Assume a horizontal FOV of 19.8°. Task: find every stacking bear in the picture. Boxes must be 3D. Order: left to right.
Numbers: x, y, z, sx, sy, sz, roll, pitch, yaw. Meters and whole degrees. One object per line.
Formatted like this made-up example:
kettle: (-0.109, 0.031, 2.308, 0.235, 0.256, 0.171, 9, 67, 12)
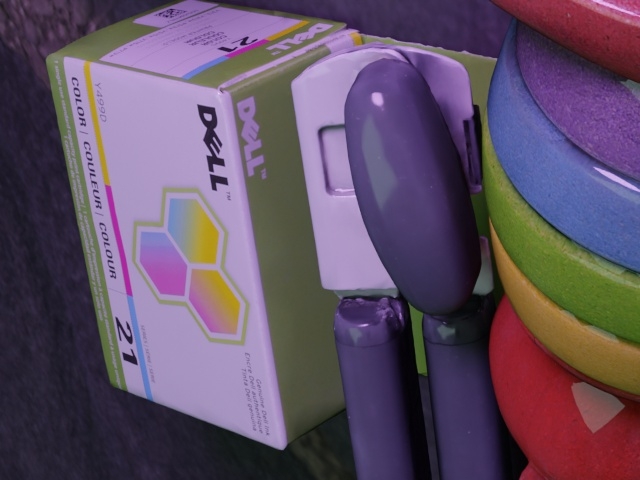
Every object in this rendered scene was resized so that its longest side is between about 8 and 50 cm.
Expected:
stacking bear: (0.127, -0.011, 0.669, 0.164, 0.175, 0.289, 45, 149, 32)

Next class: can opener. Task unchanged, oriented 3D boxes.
can opener: (0.037, 0.054, 0.779, 0.076, 0.095, 0.283, -2, 114, 14)

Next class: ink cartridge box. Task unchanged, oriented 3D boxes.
ink cartridge box: (0.000, 0.000, 0.859, 0.255, 0.097, 0.189, 16, 123, 44)
